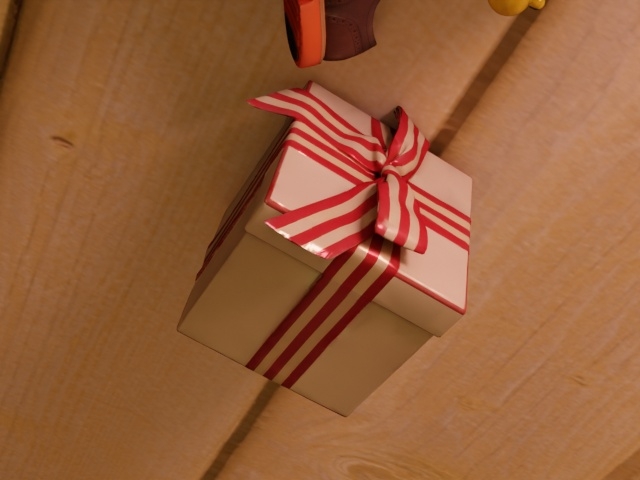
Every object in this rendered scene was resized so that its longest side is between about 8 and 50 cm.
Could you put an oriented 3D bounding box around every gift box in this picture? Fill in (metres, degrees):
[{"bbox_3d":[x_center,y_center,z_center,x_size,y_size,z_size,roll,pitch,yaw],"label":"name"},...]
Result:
[{"bbox_3d":[0.000,0.000,0.895,0.276,0.255,0.258,27,130,-17],"label":"gift box"}]

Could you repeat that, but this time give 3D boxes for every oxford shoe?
[{"bbox_3d":[0.020,-0.285,0.770,0.098,0.097,0.271,-10,143,-11],"label":"oxford shoe"}]

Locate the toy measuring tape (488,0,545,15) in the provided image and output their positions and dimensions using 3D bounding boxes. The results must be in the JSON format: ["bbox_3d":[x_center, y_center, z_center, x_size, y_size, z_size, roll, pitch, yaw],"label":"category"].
[{"bbox_3d":[0.239,-0.334,0.692,0.121,0.121,0.330,22,117,-8],"label":"toy measuring tape"}]
